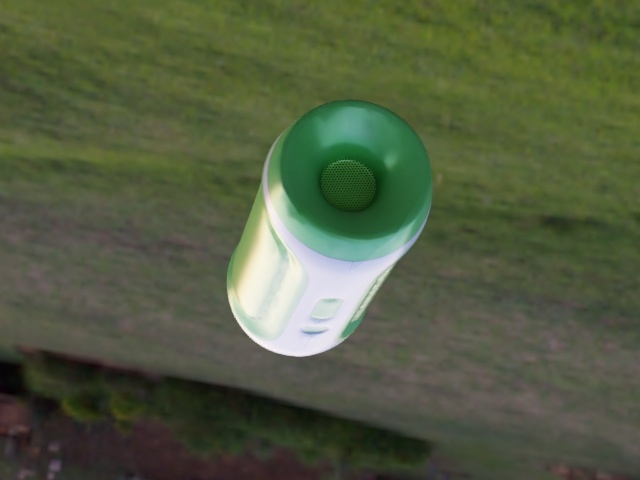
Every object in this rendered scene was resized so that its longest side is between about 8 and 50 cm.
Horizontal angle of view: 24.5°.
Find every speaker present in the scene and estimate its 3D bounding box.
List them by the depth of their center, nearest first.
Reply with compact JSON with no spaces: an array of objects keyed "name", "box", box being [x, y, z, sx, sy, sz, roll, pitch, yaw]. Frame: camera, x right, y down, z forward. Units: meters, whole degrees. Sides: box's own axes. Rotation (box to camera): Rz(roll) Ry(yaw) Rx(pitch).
[{"name":"speaker","box":[0.000,0.000,1.153,0.131,0.131,0.296,10,159,-6]}]
